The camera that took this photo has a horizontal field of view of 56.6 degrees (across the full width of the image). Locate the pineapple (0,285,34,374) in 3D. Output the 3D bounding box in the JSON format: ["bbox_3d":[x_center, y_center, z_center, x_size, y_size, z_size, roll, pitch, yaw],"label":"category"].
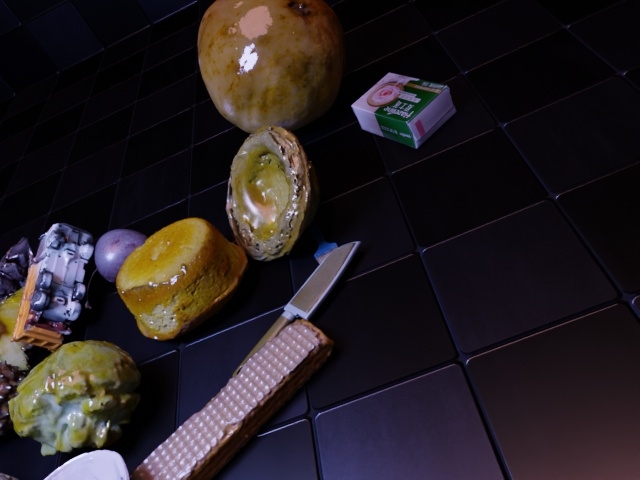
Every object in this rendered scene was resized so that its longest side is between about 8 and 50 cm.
[{"bbox_3d":[-0.708,0.237,1.347,0.250,0.164,0.140,-59,8,-35],"label":"pineapple"}]

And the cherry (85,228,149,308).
[{"bbox_3d":[-0.451,0.056,1.364,0.148,0.115,0.188,6,44,-19],"label":"cherry"}]

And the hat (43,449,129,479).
[{"bbox_3d":[-0.338,0.428,0.873,0.203,0.126,0.203,-18,35,13],"label":"hat"}]

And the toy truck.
[{"bbox_3d":[-0.597,0.101,1.336,0.135,0.114,0.271,-28,50,36],"label":"toy truck"}]

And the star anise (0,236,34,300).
[{"bbox_3d":[-0.810,0.091,1.553,0.231,0.089,0.209,11,67,46],"label":"star anise"}]

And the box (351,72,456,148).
[{"bbox_3d":[0.187,-0.299,1.350,0.135,0.081,0.199,-43,39,-15],"label":"box"}]

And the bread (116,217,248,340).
[{"bbox_3d":[-0.282,0.068,1.207,0.268,0.146,0.268,-20,37,15],"label":"bread"}]

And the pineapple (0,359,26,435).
[{"bbox_3d":[-0.649,0.310,1.171,0.193,0.166,0.166,-9,41,-2],"label":"pineapple"}]

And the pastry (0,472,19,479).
[{"bbox_3d":[-0.592,0.494,0.962,0.264,0.133,0.265,-17,41,15],"label":"pastry"}]

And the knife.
[{"bbox_3d":[-0.034,0.126,1.082,0.061,0.027,0.343,21,64,43],"label":"knife"}]

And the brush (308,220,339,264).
[{"bbox_3d":[0.000,0.000,1.204,0.051,0.014,0.164,-29,39,0],"label":"brush"}]

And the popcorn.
[{"bbox_3d":[-0.432,0.274,1.061,0.221,0.184,0.204,-22,10,15],"label":"popcorn"}]

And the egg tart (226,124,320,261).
[{"bbox_3d":[-0.094,-0.092,1.226,0.118,0.288,0.288,-3,18,-43],"label":"egg tart"}]

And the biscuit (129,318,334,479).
[{"bbox_3d":[-0.134,0.277,0.966,0.378,0.054,0.094,-43,42,-15],"label":"biscuit"}]

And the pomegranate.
[{"bbox_3d":[-0.127,-0.434,1.499,0.409,0.410,0.410,-17,41,16],"label":"pomegranate"}]
